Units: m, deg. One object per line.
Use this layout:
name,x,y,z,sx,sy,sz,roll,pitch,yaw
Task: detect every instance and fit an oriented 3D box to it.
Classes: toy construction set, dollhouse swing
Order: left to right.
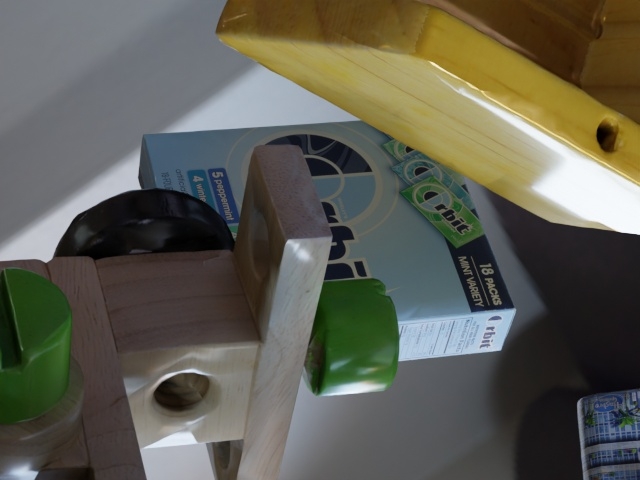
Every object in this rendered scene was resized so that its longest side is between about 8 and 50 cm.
toy construction set,-0.075,0.107,0.447,0.257,0.237,0.308,-148,57,-60
dollhouse swing,0.185,-0.203,0.777,0.315,0.346,0.305,26,167,-26

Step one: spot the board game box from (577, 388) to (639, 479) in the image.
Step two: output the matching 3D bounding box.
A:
board game box,0.286,0.196,1.170,0.060,0.194,0.194,87,179,-73

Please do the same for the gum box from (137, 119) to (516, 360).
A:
gum box,0.000,0.000,0.970,0.041,0.184,0.157,103,157,-47
